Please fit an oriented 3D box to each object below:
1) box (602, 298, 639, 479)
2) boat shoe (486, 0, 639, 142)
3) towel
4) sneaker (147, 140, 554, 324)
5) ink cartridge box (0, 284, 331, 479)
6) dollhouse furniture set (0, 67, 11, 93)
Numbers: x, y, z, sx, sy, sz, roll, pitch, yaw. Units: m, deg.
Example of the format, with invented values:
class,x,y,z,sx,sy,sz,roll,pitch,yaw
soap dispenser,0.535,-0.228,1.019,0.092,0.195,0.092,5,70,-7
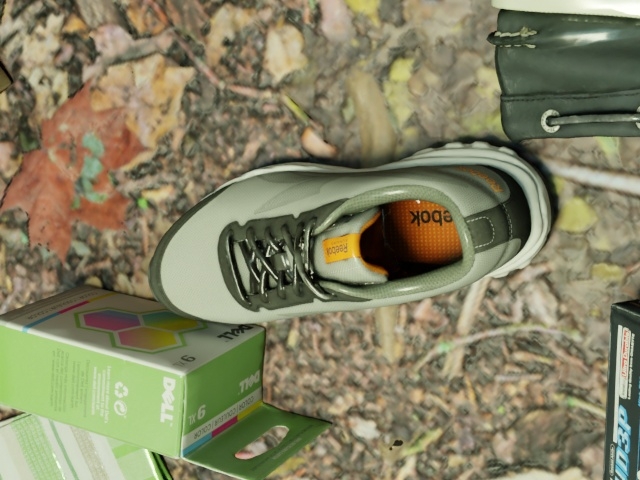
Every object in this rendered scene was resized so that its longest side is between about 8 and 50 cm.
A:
class,x,y,z,sx,sy,sz,roll,pitch,yaw
box,0.218,0.155,0.681,0.175,0.051,0.220,-152,60,-67
boat shoe,0.239,-0.063,0.642,0.340,0.127,0.113,14,107,25
towel,-0.183,0.174,0.960,0.152,0.023,0.113,-22,93,26
sneaker,0.000,0.000,0.784,0.271,0.108,0.100,-12,97,29
ink cartridge box,-0.106,0.089,0.852,0.209,0.109,0.062,12,107,24
dollhouse furniture set,-0.328,-0.127,0.914,0.123,0.144,0.151,-33,100,32
